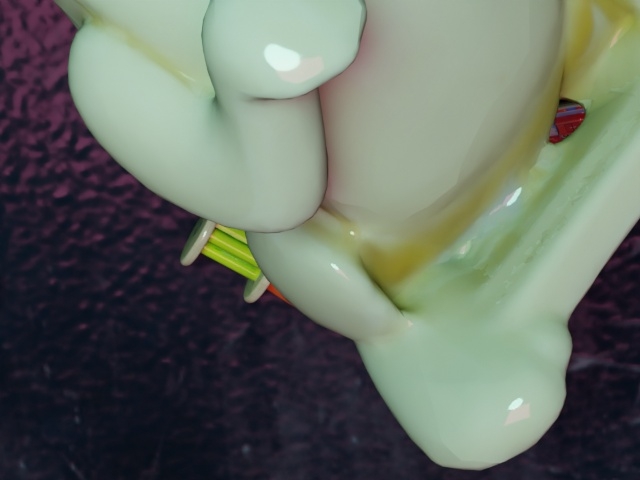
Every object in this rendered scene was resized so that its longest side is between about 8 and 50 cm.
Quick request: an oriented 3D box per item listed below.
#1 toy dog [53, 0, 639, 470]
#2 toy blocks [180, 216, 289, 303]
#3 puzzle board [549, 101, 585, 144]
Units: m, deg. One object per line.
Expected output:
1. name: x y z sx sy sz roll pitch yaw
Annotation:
1. toy dog: -0.021 -0.158 0.650 0.284 0.395 0.408 -46 124 4
2. toy blocks: 0.000 0.000 0.911 0.148 0.054 0.123 29 108 -11
3. puzzle board: 0.165 -0.056 0.869 0.128 0.011 0.096 -8 146 18
